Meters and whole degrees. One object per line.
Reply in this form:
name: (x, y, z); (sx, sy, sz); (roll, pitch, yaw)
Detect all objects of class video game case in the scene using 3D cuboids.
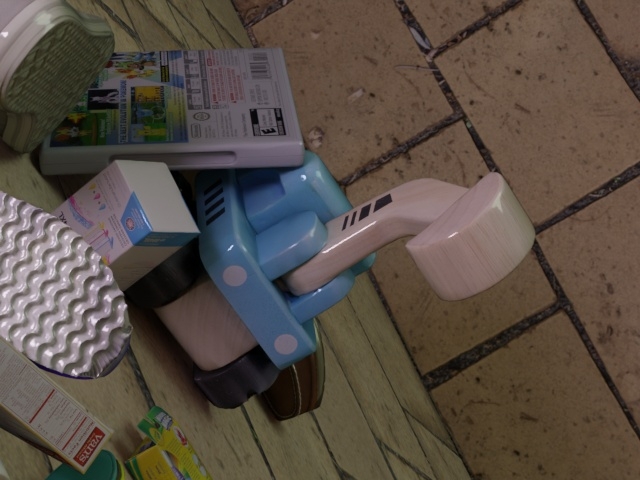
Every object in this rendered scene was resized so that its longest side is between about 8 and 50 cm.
video game case: (-0.182, -0.160, 2.218); (0.329, 0.300, 0.036); (-102, -169, -64)

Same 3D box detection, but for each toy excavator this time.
toy excavator: (0.000, 0.000, 2.099); (0.222, 0.445, 0.433); (54, 10, -24)

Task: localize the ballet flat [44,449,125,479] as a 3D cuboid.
ballet flat: (-0.199, 0.245, 1.461); (0.231, 0.077, 0.077); (-78, 157, -73)

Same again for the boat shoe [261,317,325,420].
boat shoe: (-0.097, 0.083, 2.416); (0.120, 0.123, 0.324); (-13, 82, -42)

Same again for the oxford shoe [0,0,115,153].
oxford shoe: (-0.310, -0.193, 1.886); (0.130, 0.169, 0.449); (36, -3, 3)

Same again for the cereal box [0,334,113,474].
cereal box: (-0.279, 0.075, 1.363); (0.173, 0.047, 0.240); (21, -19, 41)

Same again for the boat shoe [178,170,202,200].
boat shoe: (-0.200, -0.090, 2.449); (0.110, 0.121, 0.341); (22, -8, 20)

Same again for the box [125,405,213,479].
box: (-0.135, 0.254, 1.829); (0.179, 0.043, 0.105); (61, 9, -3)

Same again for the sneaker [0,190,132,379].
sneaker: (-0.271, 0.013, 1.460); (0.293, 0.102, 0.146); (34, -12, 5)

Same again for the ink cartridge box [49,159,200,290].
ink cartridge box: (-0.220, -0.009, 1.957); (0.090, 0.143, 0.092); (1, 57, -59)

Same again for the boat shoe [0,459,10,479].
boat shoe: (-0.302, 0.112, 1.197); (0.091, 0.109, 0.305); (62, 4, 24)
